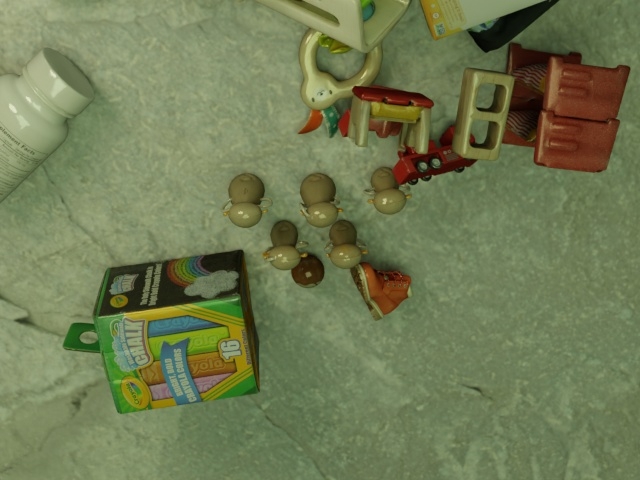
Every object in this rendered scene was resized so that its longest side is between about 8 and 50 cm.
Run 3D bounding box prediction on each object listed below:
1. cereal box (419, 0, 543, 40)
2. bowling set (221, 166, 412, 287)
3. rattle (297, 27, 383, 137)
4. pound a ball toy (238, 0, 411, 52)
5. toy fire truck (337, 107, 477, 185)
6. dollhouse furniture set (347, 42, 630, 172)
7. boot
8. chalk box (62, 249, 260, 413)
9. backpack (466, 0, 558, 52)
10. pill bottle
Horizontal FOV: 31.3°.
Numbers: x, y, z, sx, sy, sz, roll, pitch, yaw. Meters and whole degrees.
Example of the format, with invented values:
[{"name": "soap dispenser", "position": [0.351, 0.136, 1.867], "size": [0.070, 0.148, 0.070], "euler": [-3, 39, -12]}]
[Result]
[{"name": "cereal box", "position": [0.229, -0.371, 1.429], "size": [0.240, 0.047, 0.173], "euler": [-20, 124, 6]}, {"name": "bowling set", "position": [0.000, 0.000, 1.746], "size": [0.287, 0.154, 0.199], "euler": [-6, 114, 0]}, {"name": "rattle", "position": [0.025, -0.225, 1.663], "size": [0.130, 0.143, 0.199], "euler": [18, 106, -31]}, {"name": "pound a ball toy", "position": [-0.064, -0.343, 1.523], "size": [0.319, 0.208, 0.135], "euler": [29, 155, 23]}, {"name": "toy fire truck", "position": [0.137, -0.155, 1.723], "size": [0.192, 0.047, 0.135], "euler": [-16, 72, -26]}, {"name": "dollhouse furniture set", "position": [0.219, -0.205, 1.617], "size": [0.374, 0.201, 0.152], "euler": [5, 104, -12]}, {"name": "boot", "position": [0.099, 0.066, 1.809], "size": [0.085, 0.059, 0.158], "euler": [-27, 150, 4]}, {"name": "chalk box", "position": [-0.250, 0.145, 1.783], "size": [0.289, 0.180, 0.179], "euler": [-9, 114, 2]}, {"name": "backpack", "position": [0.209, -0.458, 1.528], "size": [0.290, 0.273, 0.355], "euler": [-39, 98, 20]}, {"name": "pill bottle", "position": [-0.443, -0.167, 1.659], "size": [0.229, 0.131, 0.131], "euler": [-41, 110, 13]}]
